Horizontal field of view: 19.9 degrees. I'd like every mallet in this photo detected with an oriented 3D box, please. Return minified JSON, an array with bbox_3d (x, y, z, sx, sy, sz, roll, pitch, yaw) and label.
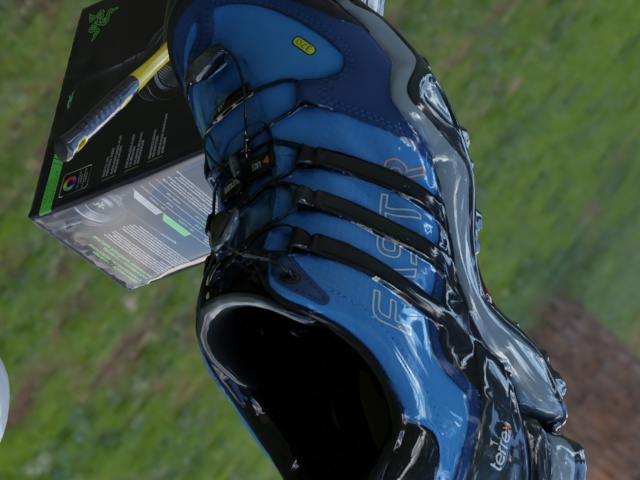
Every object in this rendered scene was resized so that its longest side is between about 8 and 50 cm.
[{"bbox_3d":[-0.124,-0.118,1.255,0.189,0.039,0.062,-48,158,-51],"label":"mallet"}]

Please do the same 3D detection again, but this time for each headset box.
[{"bbox_3d":[-0.100,-0.117,1.570,0.283,0.131,0.246,-19,-132,35],"label":"headset box"}]

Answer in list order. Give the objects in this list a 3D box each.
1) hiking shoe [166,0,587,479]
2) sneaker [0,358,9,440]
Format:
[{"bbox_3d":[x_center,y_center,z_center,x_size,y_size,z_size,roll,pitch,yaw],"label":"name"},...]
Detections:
[{"bbox_3d":[0.000,0.000,0.760,0.132,0.304,0.113,-1,145,-47],"label":"hiking shoe"},{"bbox_3d":[-0.248,0.017,0.930,0.094,0.256,0.151,-33,136,3],"label":"sneaker"}]
